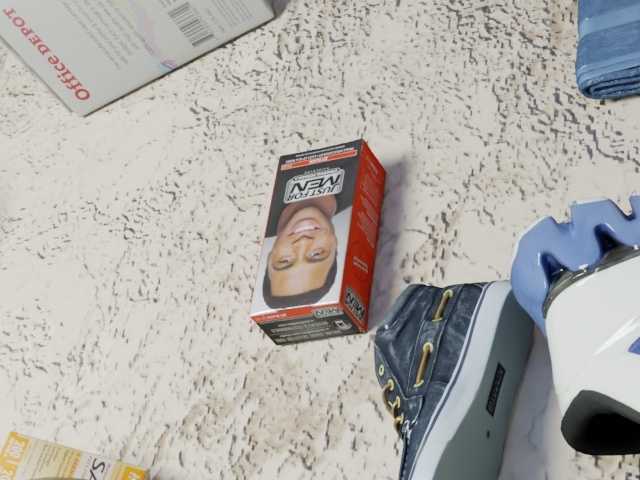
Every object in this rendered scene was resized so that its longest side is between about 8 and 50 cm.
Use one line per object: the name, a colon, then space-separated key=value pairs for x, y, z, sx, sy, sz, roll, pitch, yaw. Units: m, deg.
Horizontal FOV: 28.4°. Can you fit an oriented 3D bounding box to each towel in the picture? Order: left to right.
towel: x=0.212 y=-0.150 z=0.883 sx=0.067 sy=0.029 sz=0.119 roll=-10 pitch=52 yaw=27

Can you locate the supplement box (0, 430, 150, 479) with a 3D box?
supplement box: x=-0.168 y=0.171 z=0.837 sx=0.098 sy=0.036 sz=0.062 roll=14 pitch=60 yaw=5

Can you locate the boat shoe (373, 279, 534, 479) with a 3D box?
boat shoe: x=0.065 y=0.103 z=0.756 sx=0.083 sy=0.065 sz=0.183 roll=-1 pitch=50 yaw=36

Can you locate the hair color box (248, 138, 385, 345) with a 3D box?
hair color box: x=0.000 y=0.000 z=0.890 sx=0.072 sy=0.043 sz=0.141 roll=-11 pitch=51 yaw=25

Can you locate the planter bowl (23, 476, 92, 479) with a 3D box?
planter bowl: x=-0.163 y=0.248 z=0.731 sx=0.217 sy=0.217 sz=0.090 roll=-60 pitch=13 yaw=-21

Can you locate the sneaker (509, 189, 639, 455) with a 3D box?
sneaker: x=0.251 y=0.050 z=0.642 sx=0.315 sy=0.127 sz=0.182 roll=-20 pitch=50 yaw=28

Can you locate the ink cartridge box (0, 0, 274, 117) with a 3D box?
ink cartridge box: x=-0.171 y=-0.223 z=1.103 sx=0.212 sy=0.154 sz=0.093 roll=-26 pitch=45 yaw=13
